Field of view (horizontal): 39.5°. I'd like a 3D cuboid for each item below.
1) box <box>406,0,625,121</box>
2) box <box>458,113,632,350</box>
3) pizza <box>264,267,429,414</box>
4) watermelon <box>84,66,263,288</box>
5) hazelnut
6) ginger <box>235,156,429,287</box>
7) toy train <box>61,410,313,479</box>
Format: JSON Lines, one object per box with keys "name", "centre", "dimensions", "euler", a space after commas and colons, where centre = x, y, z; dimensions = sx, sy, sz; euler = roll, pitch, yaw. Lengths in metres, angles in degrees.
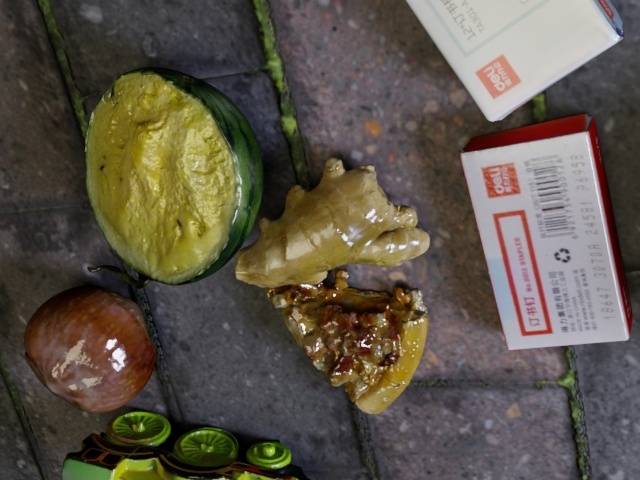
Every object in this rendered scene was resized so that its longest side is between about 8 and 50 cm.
{"name": "box", "centre": [0.133, -0.247, 0.758], "dimensions": [0.135, 0.079, 0.269], "euler": [-31, 100, 30]}
{"name": "box", "centre": [0.221, 0.002, 0.860], "dimensions": [0.122, 0.050, 0.229], "euler": [-9, 111, 26]}
{"name": "pizza", "centre": [0.018, 0.095, 0.967], "dimensions": [0.193, 0.069, 0.154], "euler": [27, 120, 7]}
{"name": "watermelon", "centre": [-0.140, -0.063, 0.916], "dimensions": [0.204, 0.127, 0.232], "euler": [14, 111, 30]}
{"name": "hazelnut", "centre": [-0.271, 0.129, 1.056], "dimensions": [0.143, 0.143, 0.154], "euler": [-31, 102, 29]}
{"name": "ginger", "centre": [0.003, -0.012, 0.905], "dimensions": [0.205, 0.081, 0.115], "euler": [-13, 134, 4]}
{"name": "toy train", "centre": [-0.159, 0.296, 1.079], "dimensions": [0.296, 0.160, 0.101], "euler": [9, 110, 17]}
